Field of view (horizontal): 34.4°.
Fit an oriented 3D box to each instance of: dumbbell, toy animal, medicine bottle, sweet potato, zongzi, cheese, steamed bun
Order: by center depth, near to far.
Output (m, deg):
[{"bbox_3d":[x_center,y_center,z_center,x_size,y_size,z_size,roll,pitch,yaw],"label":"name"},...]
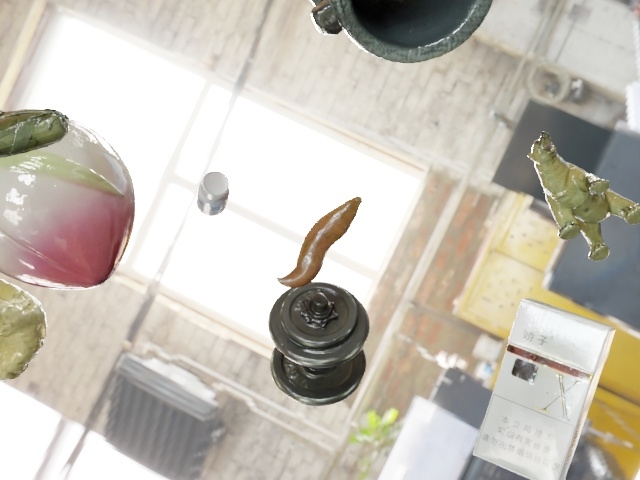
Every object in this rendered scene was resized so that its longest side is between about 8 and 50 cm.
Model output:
[{"bbox_3d":[-0.393,-0.135,1.355,0.119,0.109,0.055,-75,-22,-62],"label":"zongzi"},{"bbox_3d":[0.343,-0.061,1.368,0.103,0.101,0.218,-40,-36,22],"label":"toy animal"},{"bbox_3d":[-0.175,-0.077,1.690,0.052,0.052,0.089,-60,0,-22],"label":"medicine bottle"},{"bbox_3d":[-0.445,-0.039,1.766,0.309,0.309,0.309,-61,-10,-19],"label":"steamed bun"},{"bbox_3d":[0.002,0.001,1.772,0.202,0.055,0.058,-54,12,3],"label":"sweet potato"},{"bbox_3d":[-0.004,0.197,1.963,0.192,0.192,0.290,-57,-19,-35],"label":"dumbbell"},{"bbox_3d":[-0.675,0.187,2.093,0.117,0.226,0.214,-90,25,-65],"label":"cheese"}]

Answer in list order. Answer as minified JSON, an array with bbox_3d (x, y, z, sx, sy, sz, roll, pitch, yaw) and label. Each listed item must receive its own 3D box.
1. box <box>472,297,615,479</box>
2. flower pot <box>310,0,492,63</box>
[{"bbox_3d":[0.204,0.138,0.944,0.040,0.084,0.154,1,-73,-61],"label":"box"},{"bbox_3d":[0.107,-0.406,1.545,0.283,0.299,0.299,-109,34,-55],"label":"flower pot"}]
